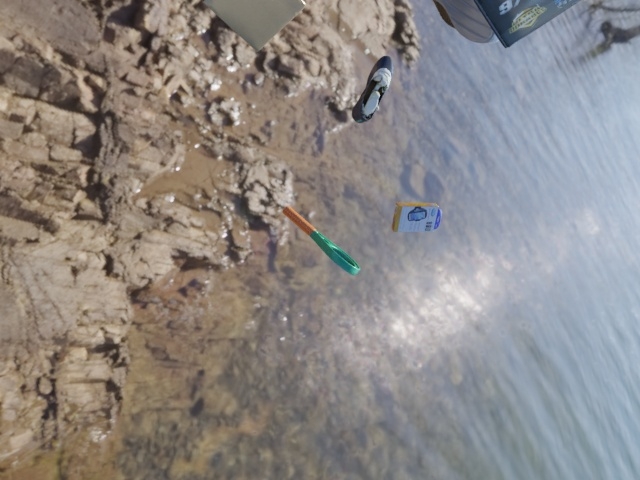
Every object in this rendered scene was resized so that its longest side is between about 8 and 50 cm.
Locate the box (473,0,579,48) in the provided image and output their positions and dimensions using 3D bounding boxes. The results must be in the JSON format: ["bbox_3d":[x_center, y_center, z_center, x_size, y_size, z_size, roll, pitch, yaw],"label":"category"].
[{"bbox_3d":[0.340,-0.412,0.892,0.175,0.220,0.051,26,41,-51],"label":"box"}]

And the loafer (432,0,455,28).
[{"bbox_3d":[0.368,-0.713,1.697,0.102,0.092,0.268,78,-14,-64],"label":"loafer"}]

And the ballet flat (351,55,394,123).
[{"bbox_3d":[0.155,-0.416,1.644,0.074,0.074,0.203,25,96,-41],"label":"ballet flat"}]

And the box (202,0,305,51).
[{"bbox_3d":[-0.148,-0.543,1.353,0.201,0.164,0.021,30,26,-54],"label":"box"}]

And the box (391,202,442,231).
[{"bbox_3d":[0.271,-0.065,1.666,0.136,0.081,0.028,-1,29,-15],"label":"box"}]

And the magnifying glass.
[{"bbox_3d":[0.000,0.000,1.385,0.231,0.026,0.092,43,11,15],"label":"magnifying glass"}]

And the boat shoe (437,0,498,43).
[{"bbox_3d":[0.298,-0.495,1.182,0.094,0.109,0.302,-12,50,-16],"label":"boat shoe"}]
